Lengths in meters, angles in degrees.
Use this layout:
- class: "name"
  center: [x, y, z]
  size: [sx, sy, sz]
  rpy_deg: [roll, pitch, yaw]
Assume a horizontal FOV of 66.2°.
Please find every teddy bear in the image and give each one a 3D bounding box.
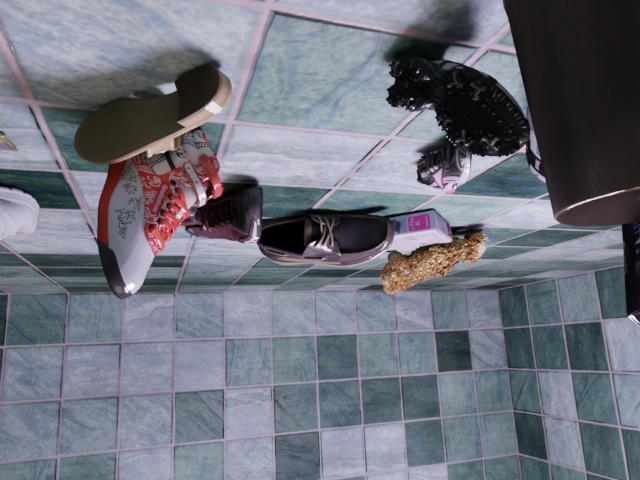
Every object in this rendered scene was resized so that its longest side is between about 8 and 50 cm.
- class: "teddy bear"
  center: [0.330, 0.045, 1.449]
  size: [0.338, 0.113, 0.245]
  rpy_deg: [-22, -173, 29]

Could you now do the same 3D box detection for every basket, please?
- class: "basket"
  center: [0.248, -0.135, 0.411]
  size: [0.154, 0.226, 0.204]
  rpy_deg: [-5, 168, 12]

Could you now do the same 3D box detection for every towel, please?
- class: "towel"
  center: [-0.493, -0.144, 0.713]
  size: [0.084, 0.009, 0.060]
  rpy_deg: [0, 168, -14]

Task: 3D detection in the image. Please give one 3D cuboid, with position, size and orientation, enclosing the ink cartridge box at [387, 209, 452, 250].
- class: "ink cartridge box"
  center: [0.180, -0.014, 1.331]
  size: [0.311, 0.065, 0.186]
  rpy_deg: [-11, 166, 25]

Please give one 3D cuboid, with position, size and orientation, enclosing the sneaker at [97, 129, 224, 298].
- class: "sneaker"
  center: [-0.203, -0.053, 0.653]
  size: [0.145, 0.270, 0.090]
  rpy_deg: [-7, 141, -7]

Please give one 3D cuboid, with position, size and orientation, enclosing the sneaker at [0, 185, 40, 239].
- class: "sneaker"
  center: [-0.602, -0.044, 0.873]
  size: [0.111, 0.129, 0.297]
  rpy_deg: [-4, 169, -5]

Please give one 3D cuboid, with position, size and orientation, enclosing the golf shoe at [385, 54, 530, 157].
- class: "golf shoe"
  center: [0.158, -0.152, 0.520]
  size: [0.094, 0.198, 0.077]
  rpy_deg: [-11, 131, -27]

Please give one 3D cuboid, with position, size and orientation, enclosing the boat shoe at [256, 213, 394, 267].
- class: "boat shoe"
  center: [0.000, 0.000, 1.197]
  size: [0.356, 0.132, 0.130]
  rpy_deg: [-9, 166, 21]

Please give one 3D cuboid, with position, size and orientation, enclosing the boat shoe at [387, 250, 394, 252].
- class: "boat shoe"
  center: [0.210, 0.015, 1.505]
  size: [0.136, 0.045, 0.050]
  rpy_deg: [4, 166, -29]

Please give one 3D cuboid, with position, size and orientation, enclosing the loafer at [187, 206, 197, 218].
- class: "loafer"
  center: [-0.335, -0.073, 0.988]
  size: [0.170, 0.062, 0.061]
  rpy_deg: [-9, 144, 13]

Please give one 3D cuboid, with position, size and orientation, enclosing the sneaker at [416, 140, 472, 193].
- class: "sneaker"
  center: [0.203, -0.125, 0.825]
  size: [0.077, 0.071, 0.178]
  rpy_deg: [8, 162, 2]

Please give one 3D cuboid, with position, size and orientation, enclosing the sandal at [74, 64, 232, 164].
- class: "sandal"
  center: [-0.198, -0.139, 0.622]
  size: [0.240, 0.088, 0.079]
  rpy_deg: [-15, 160, 25]

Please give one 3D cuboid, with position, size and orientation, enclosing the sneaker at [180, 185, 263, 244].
- class: "sneaker"
  center: [-0.211, -0.044, 1.019]
  size: [0.163, 0.106, 0.281]
  rpy_deg: [4, 167, -15]

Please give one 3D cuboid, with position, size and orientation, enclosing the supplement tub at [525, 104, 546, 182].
- class: "supplement tub"
  center: [0.340, -0.140, 0.663]
  size: [0.117, 0.116, 0.190]
  rpy_deg: [-7, 166, 21]

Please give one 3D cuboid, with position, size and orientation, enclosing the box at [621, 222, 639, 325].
- class: "box"
  center: [0.397, -0.083, 0.403]
  size: [0.073, 0.293, 0.295]
  rpy_deg: [37, 136, -3]
